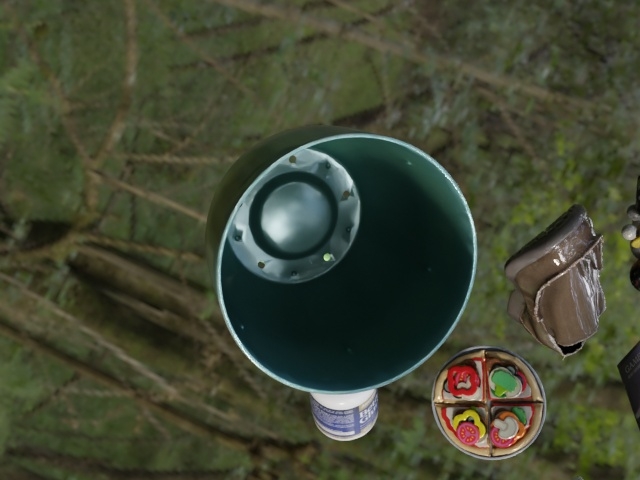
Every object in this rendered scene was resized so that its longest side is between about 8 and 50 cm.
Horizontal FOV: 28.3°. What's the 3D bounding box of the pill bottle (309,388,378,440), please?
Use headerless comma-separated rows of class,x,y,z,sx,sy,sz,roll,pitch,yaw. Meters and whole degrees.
pill bottle,0.030,0.197,1.716,0.169,0.094,0.094,83,31,-59

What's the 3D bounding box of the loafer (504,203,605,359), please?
loafer,0.336,0.063,1.704,0.134,0.130,0.366,-40,161,-4

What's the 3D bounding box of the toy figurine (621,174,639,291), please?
toy figurine,0.496,-0.005,1.635,0.213,0.210,0.148,75,24,-67

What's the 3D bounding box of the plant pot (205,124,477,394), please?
plant pot,0.000,0.000,1.463,0.293,0.293,0.235,-65,-159,7

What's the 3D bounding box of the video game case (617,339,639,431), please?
video game case,0.533,0.259,1.890,0.196,0.026,0.274,115,-30,-52

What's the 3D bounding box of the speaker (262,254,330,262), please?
speaker,-0.005,0.031,2.416,0.131,0.297,0.131,-59,-170,17

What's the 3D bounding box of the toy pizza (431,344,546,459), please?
toy pizza,0.286,0.281,2.187,0.201,0.201,0.032,-66,164,13

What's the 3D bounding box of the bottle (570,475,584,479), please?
bottle,0.156,0.335,1.274,0.283,0.092,0.118,-31,-172,2
